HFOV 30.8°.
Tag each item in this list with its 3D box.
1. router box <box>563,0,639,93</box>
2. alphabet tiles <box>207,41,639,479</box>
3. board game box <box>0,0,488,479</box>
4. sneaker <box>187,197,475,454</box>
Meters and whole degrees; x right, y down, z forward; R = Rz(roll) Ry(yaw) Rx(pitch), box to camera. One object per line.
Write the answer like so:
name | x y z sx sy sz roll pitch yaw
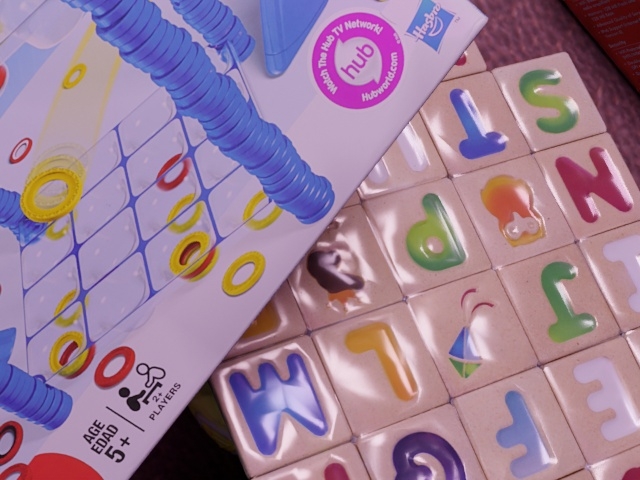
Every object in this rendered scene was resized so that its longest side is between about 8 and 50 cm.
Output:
router box | 0.346 -0.216 0.844 0.301 0.082 0.335 44 69 -19
alphabet tiles | 0.068 0.024 0.614 0.285 0.011 0.343 -16 73 -25
board game box | -0.144 -0.068 0.466 0.302 0.086 0.308 37 92 -21
sneaker | 0.000 0.000 0.648 0.126 0.091 0.240 49 60 -8
